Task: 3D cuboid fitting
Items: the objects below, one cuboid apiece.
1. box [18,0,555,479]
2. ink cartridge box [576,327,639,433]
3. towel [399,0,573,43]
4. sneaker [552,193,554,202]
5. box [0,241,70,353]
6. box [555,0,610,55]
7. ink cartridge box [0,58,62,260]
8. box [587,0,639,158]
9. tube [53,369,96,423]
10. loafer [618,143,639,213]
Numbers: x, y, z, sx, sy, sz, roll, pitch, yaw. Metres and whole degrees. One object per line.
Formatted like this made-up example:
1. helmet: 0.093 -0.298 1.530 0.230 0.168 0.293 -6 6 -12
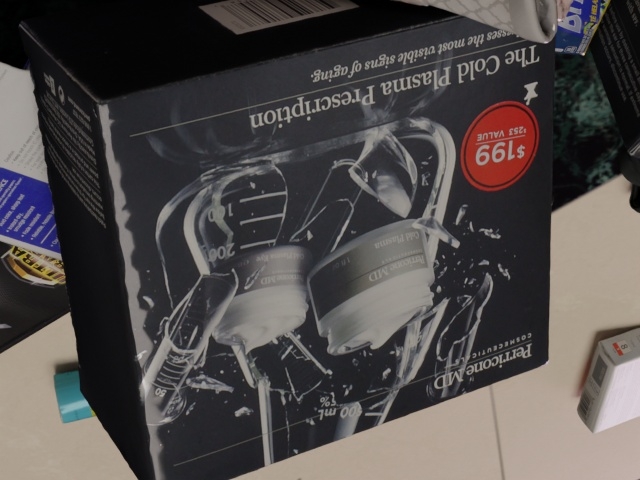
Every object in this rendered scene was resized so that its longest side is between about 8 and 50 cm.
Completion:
1. box: -0.013 -0.026 1.013 0.343 0.179 0.313 -17 122 -22
2. ink cartridge box: 0.395 0.144 1.600 0.179 0.045 0.145 -20 144 -18
3. towel: -0.010 -0.272 0.819 0.317 0.053 0.332 21 152 30
4. sneaker: 0.111 -0.020 1.281 0.208 0.081 0.094 3 142 -18
5. box: -0.354 -0.001 1.203 0.293 0.073 0.295 -31 137 22
6. box: 0.204 -0.225 1.065 0.054 0.059 0.169 3 139 -13
7. ink cartridge box: -0.170 -0.054 1.092 0.332 0.065 0.165 20 125 -37
8. box: 0.415 -0.193 1.057 0.296 0.183 0.294 11 138 -25
9. tube: -0.176 0.146 1.450 0.207 0.052 0.080 -12 153 -8
10. loafer: 0.312 -0.075 1.247 0.078 0.076 0.223 -8 156 11
